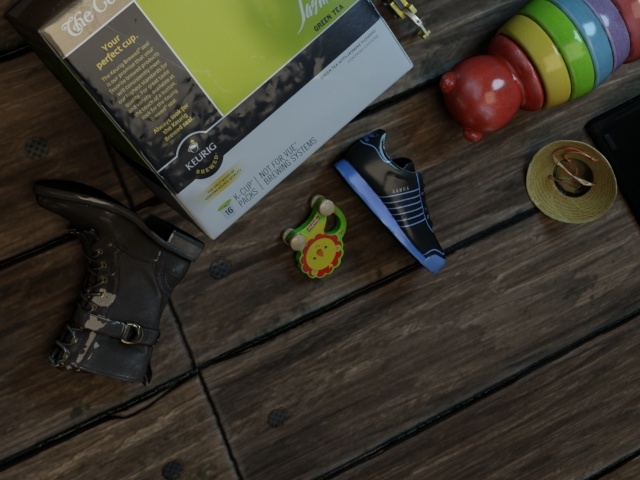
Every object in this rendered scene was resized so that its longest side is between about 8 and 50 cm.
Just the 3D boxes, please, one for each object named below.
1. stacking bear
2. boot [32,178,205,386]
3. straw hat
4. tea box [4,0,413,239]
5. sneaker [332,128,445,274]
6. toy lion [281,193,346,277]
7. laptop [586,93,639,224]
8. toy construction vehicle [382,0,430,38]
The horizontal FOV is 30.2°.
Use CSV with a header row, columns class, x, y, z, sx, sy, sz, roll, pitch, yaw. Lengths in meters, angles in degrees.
class,x,y,z,sx,sy,sz,roll,pitch,yaw
stacking bear,0.300,-0.252,1.652,0.289,0.164,0.175,-33,115,-8
boot,-0.285,0.062,1.507,0.263,0.091,0.229,27,92,-30
straw hat,0.381,-0.102,1.775,0.144,0.145,0.061,63,34,-25
tea box,-0.133,-0.240,1.416,0.329,0.220,0.323,-41,118,-9
sneaker,0.119,-0.053,1.662,0.090,0.081,0.232,-42,116,0
toy lion,0.000,0.000,1.655,0.100,0.034,0.096,-51,125,-4
laptop,0.674,-0.183,1.913,0.408,0.236,0.382,-27,117,16
toy construction vehicle,0.094,-0.289,1.609,0.086,0.035,0.098,-47,118,-6
